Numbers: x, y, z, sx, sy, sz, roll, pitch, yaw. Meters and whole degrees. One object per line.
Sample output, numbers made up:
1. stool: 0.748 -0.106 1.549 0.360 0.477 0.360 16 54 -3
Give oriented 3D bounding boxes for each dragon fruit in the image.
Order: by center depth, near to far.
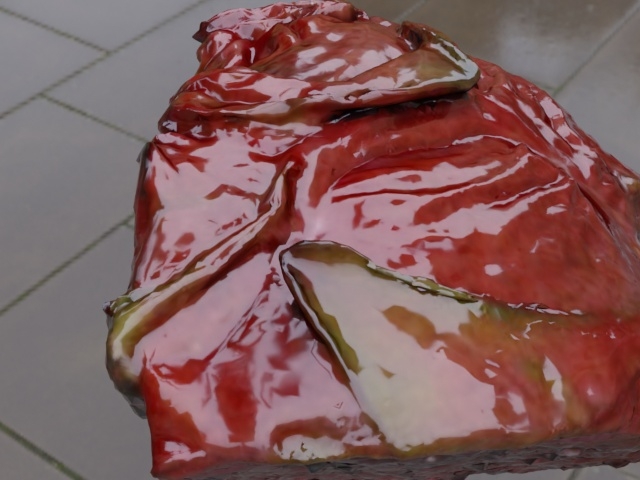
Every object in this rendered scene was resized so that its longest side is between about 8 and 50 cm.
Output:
1. dragon fruit: 0.000 0.000 0.505 0.302 0.240 0.330 10 44 -45
